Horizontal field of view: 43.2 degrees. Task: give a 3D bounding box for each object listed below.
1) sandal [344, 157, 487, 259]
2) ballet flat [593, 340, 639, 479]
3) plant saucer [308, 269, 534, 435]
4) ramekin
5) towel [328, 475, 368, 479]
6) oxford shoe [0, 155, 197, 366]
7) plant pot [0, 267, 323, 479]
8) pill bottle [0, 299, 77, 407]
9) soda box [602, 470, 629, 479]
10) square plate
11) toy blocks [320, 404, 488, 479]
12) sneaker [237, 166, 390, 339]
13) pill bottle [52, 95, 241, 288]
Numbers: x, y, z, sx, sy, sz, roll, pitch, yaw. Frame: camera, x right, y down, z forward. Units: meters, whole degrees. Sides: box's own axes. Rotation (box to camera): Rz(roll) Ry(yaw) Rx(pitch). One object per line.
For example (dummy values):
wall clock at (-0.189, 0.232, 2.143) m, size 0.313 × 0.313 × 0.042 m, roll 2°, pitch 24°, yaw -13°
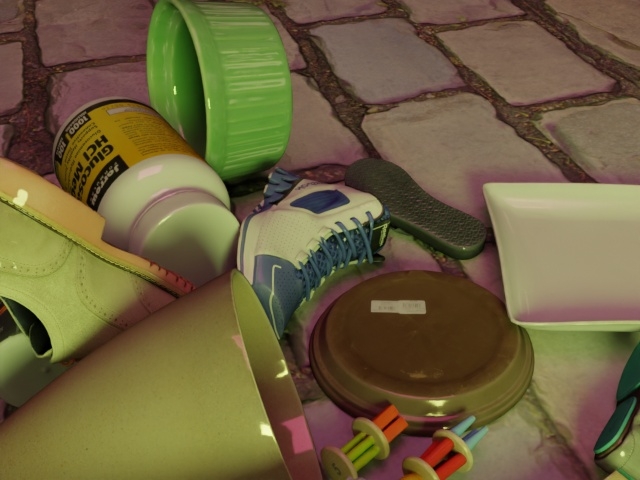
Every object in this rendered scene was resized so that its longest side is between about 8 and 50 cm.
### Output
sandal at (0.131, -0.040, 1.220) m, size 0.097 × 0.054 × 0.254 m, roll -35°, pitch 57°, yaw -28°
ballet flat at (0.359, 0.186, 0.890) m, size 0.068 × 0.072 × 0.213 m, roll 39°, pitch 47°, yaw 6°
plant saucer at (0.123, 0.122, 0.997) m, size 0.278 × 0.041 × 0.277 m, roll -2°, pitch 36°, yaw 1°
ramekin at (-0.163, -0.237, 1.295) m, size 0.148 × 0.303 × 0.303 m, roll -11°, pitch 36°, yaw -25°
towel at (-0.008, 0.306, 0.414) m, size 0.321 × 0.090 × 0.374 m, roll -22°, pitch 30°, yaw -25°
oxford shoe at (-0.237, 0.072, 0.860) m, size 0.141 × 0.397 × 0.146 m, roll 8°, pitch 64°, yaw 46°
plant pot at (-0.164, 0.192, 0.769) m, size 0.274 × 0.256 × 0.256 m, roll -20°, pitch 37°, yaw 2°
pill bottle at (-0.327, 0.080, 0.994) m, size 0.131 × 0.130 × 0.245 m, roll -7°, pitch 36°, yaw -7°
soda box at (0.234, 0.291, 0.743) m, size 0.181 × 0.058 × 0.061 m, roll -24°, pitch 41°, yaw -27°
square plate at (0.409, 0.023, 1.103) m, size 0.347 × 0.049 × 0.344 m, roll 1°, pitch 34°, yaw 4°
toy blocks at (0.093, 0.217, 0.852) m, size 0.148 × 0.054 × 0.123 m, roll -31°, pitch 45°, yaw -33°
sneaker at (0.000, -0.001, 1.095) m, size 0.182 × 0.127 × 0.315 m, roll 2°, pitch 34°, yaw 9°
pill bottle at (-0.243, -0.062, 1.132) m, size 0.188 × 0.187 × 0.334 m, roll -20°, pitch 38°, yaw -23°
